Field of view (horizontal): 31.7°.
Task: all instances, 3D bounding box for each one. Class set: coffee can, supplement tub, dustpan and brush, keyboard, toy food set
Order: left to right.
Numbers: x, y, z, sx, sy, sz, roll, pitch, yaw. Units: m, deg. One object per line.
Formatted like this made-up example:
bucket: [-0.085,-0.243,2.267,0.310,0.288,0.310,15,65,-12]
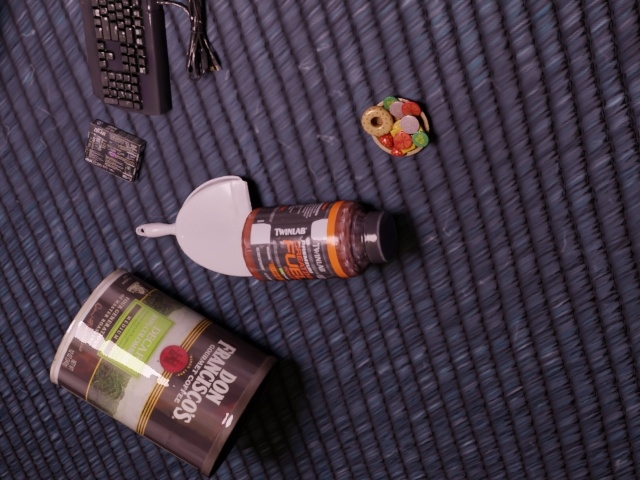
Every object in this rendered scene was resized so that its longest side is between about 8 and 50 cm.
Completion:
keyboard: [-0.234,-0.315,1.487,0.201,0.033,0.317,9,121,18]
coffee can: [-0.228,0.194,1.666,0.275,0.201,0.201,30,125,6]
dustpan and brush: [-0.182,-0.016,1.624,0.211,0.060,0.147,-5,104,19]
supplement tub: [0.000,0.000,1.517,0.198,0.106,0.106,-4,116,25]
toy food set: [0.100,-0.146,1.444,0.082,0.020,0.083,-26,105,32]

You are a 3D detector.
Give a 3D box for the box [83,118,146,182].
box: [-0.297,-0.129,1.625,0.083,0.018,0.067,24,124,9]
